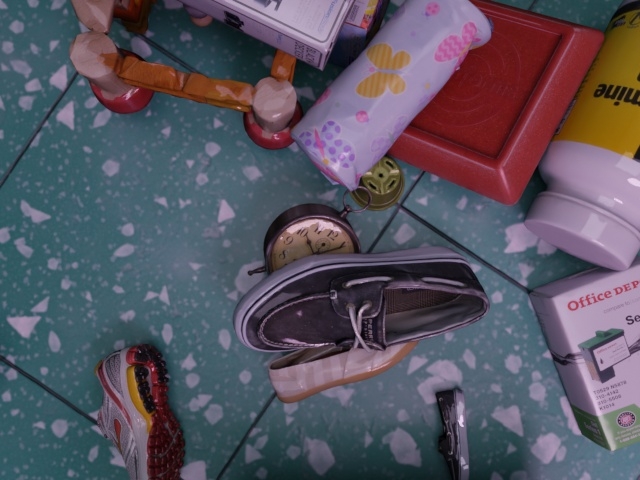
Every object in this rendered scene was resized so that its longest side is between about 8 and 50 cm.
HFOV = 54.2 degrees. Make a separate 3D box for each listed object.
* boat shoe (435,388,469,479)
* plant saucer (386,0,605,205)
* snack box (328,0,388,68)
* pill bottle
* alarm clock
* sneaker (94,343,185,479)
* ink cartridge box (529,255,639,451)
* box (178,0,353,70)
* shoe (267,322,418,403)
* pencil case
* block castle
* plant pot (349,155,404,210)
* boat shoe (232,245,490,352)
[{"bbox_3d":[0.184,0.280,0.875,0.040,0.049,0.142,-2,82,6],"label":"boat shoe"},{"bbox_3d":[0.198,-0.212,0.836,0.259,0.048,0.259,28,88,26],"label":"plant saucer"},{"bbox_3d":[0.065,-0.351,0.828,0.070,0.174,0.207,19,89,2],"label":"snack box"},{"bbox_3d":[0.407,-0.139,0.814,0.188,0.188,0.333,28,88,1],"label":"pill bottle"},{"bbox_3d":[0.000,0.000,0.852,0.129,0.064,0.192,36,107,-22],"label":"alarm clock"},{"bbox_3d":[-0.253,0.258,0.866,0.093,0.088,0.225,-11,88,20],"label":"sneaker"},{"bbox_3d":[0.408,0.147,0.853,0.160,0.092,0.219,-21,89,-1],"label":"ink cartridge box"},{"bbox_3d":[-0.090,-0.325,0.671,0.290,0.087,0.169,23,90,-4],"label":"box"},{"bbox_3d":[0.031,0.156,0.858,0.219,0.076,0.058,-24,110,2],"label":"shoe"},{"bbox_3d":[0.084,-0.192,0.779,0.113,0.124,0.273,43,94,11],"label":"pencil case"},{"bbox_3d":[-0.130,-0.370,0.817,0.303,0.213,0.453,12,91,-5],"label":"block castle"},{"bbox_3d":[0.080,-0.085,0.868,0.083,0.079,0.083,0,89,0],"label":"plant pot"},{"bbox_3d":[0.058,0.082,0.800,0.335,0.119,0.121,-14,118,-12],"label":"boat shoe"}]
